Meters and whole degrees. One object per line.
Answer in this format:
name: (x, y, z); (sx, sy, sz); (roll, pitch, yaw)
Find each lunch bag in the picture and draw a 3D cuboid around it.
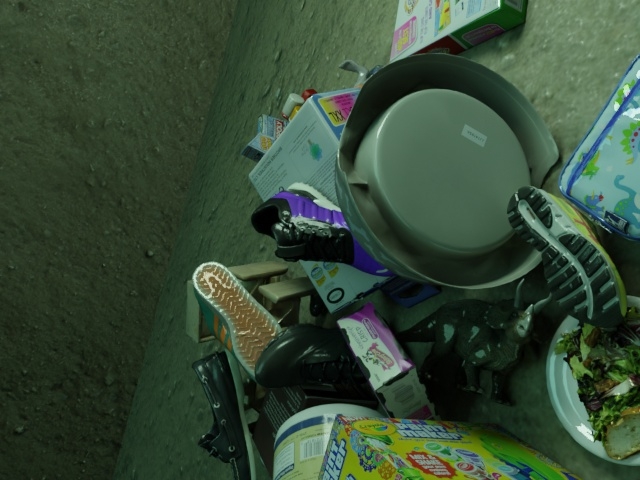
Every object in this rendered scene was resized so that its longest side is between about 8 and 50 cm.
lunch bag: (0.399, -0.110, 0.628); (0.219, 0.090, 0.176); (-63, 28, 23)

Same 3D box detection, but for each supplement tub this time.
supplement tub: (0.034, 0.451, 0.845); (0.228, 0.228, 0.316); (-56, 21, 34)

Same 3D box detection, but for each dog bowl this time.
dog bowl: (0.179, -0.093, 0.777); (0.102, 0.349, 0.348); (140, 136, -67)

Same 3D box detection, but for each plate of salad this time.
plate of salad: (0.351, 0.163, 0.641); (0.200, 0.048, 0.199); (-34, 50, 53)

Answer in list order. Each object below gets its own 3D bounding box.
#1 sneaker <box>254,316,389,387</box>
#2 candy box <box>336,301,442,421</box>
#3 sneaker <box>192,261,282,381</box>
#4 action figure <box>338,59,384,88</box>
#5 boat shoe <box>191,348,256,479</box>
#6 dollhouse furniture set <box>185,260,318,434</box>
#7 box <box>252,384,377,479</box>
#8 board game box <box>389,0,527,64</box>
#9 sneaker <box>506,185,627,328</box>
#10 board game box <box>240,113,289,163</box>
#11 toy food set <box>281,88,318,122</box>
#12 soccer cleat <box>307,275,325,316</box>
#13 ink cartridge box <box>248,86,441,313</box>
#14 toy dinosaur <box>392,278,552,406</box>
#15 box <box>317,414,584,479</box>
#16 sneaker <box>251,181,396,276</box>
sneaker: (0.021, 0.216, 0.981); (0.130, 0.286, 0.109); (-134, 34, -57)
candy box: (0.121, 0.232, 0.857); (0.071, 0.233, 0.159); (-31, 35, -2)
sneaker: (-0.163, 0.184, 1.110); (0.302, 0.108, 0.121); (52, 155, 21)
action figure: (0.124, -0.236, 1.112); (0.341, 0.179, 0.330); (112, 149, -48)
boat shoe: (-0.215, 0.413, 1.165); (0.127, 0.113, 0.339); (167, 95, -71)
dollhouse furniture set: (-0.131, 0.220, 1.343); (0.394, 0.257, 0.361); (23, 114, 45)
box: (-0.018, 0.373, 1.104); (0.168, 0.167, 0.203); (36, 111, 60)
board game box: (0.268, -0.493, 1.053); (0.317, 0.064, 0.242); (-2, 77, 61)
sneaker: (0.329, 0.014, 0.677); (0.081, 0.094, 0.208); (-53, 44, 43)
board game box: (-0.133, -0.284, 1.566); (0.060, 0.194, 0.194); (-35, 50, 52)
toy food set: (-0.022, -0.301, 1.329); (0.111, 0.232, 0.104); (44, 127, 15)
soccer cleat: (-0.007, 0.098, 1.302); (0.060, 0.072, 0.178); (23, 99, 62)
ink cartridge box: (0.064, -0.041, 1.000); (0.395, 0.151, 0.270); (60, 140, 8)
toy dinosaur: (0.236, 0.153, 0.823); (0.313, 0.121, 0.160); (-7, 61, 66)
box: (0.179, 0.353, 0.620); (0.279, 0.290, 0.176); (20, 96, 61)
sneaker: (0.000, 0.001, 0.865); (0.293, 0.146, 0.102); (25, 127, 38)
